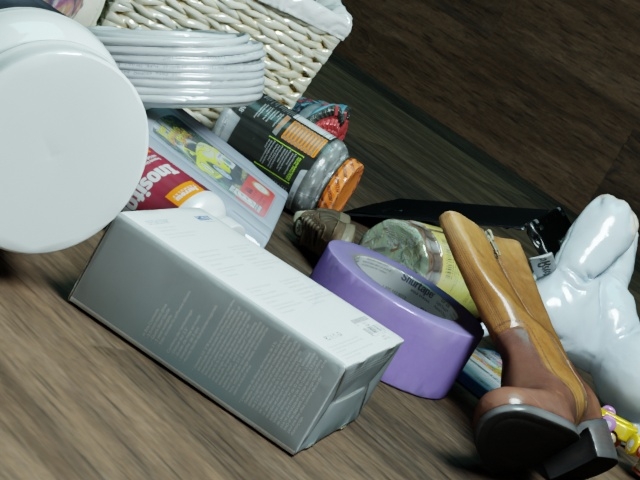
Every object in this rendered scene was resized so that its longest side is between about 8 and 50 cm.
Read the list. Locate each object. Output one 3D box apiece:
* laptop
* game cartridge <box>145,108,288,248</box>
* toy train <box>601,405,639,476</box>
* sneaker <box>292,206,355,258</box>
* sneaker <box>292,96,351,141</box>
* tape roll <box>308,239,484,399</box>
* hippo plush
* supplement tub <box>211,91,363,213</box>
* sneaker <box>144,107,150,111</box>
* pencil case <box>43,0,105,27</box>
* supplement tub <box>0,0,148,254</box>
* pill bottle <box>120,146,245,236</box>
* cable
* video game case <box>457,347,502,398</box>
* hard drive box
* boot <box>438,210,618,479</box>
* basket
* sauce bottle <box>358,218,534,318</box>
[{"bbox_3d":[0.275,0.063,2.312,0.408,0.236,0.382,60,16,4],"label":"laptop"},{"bbox_3d":[-0.134,-0.069,1.717,0.196,0.060,0.294,34,13,-5],"label":"game cartridge"},{"bbox_3d":[0.323,0.225,1.695,0.166,0.046,0.125,34,13,32],"label":"toy train"},{"bbox_3d":[0.000,0.000,1.842,0.071,0.066,0.188,12,8,-4],"label":"sneaker"},{"bbox_3d":[-0.031,-0.182,2.471,0.125,0.104,0.262,14,6,7],"label":"sneaker"},{"bbox_3d":[0.071,0.081,1.591,0.189,0.080,0.189,28,12,-6],"label":"tape roll"},{"bbox_3d":[0.367,0.099,1.841,0.236,0.234,0.294,39,4,14],"label":"hippo plush"},{"bbox_3d":[-0.046,-0.110,2.015,0.190,0.117,0.117,33,12,10],"label":"supplement tub"},{"bbox_3d":[-0.235,-0.176,1.932,0.057,0.075,0.161,31,12,6],"label":"sneaker"},{"bbox_3d":[-0.451,-0.333,1.734,0.410,0.160,0.183,5,39,-45],"label":"pencil case"},{"bbox_3d":[-0.277,-0.118,1.261,0.191,0.191,0.272,20,11,-41],"label":"supplement tub"},{"bbox_3d":[-0.150,-0.028,1.494,0.152,0.086,0.086,34,13,22],"label":"pill bottle"},{"bbox_3d":[-0.192,-0.200,1.754,0.257,0.089,0.257,10,12,41],"label":"cable"},{"bbox_3d":[0.196,0.156,1.739,0.119,0.015,0.166,38,14,35],"label":"video game case"},{"bbox_3d":[-0.066,0.068,1.291,0.232,0.089,0.181,34,12,14],"label":"hard drive box"},{"bbox_3d":[0.186,0.087,1.497,0.264,0.096,0.280,16,48,-51],"label":"boot"},{"bbox_3d":[-0.184,-0.331,2.163,0.331,0.266,0.328,24,20,-27],"label":"basket"},{"bbox_3d":[0.173,0.046,1.911,0.111,0.111,0.344,38,14,33],"label":"sauce bottle"}]
